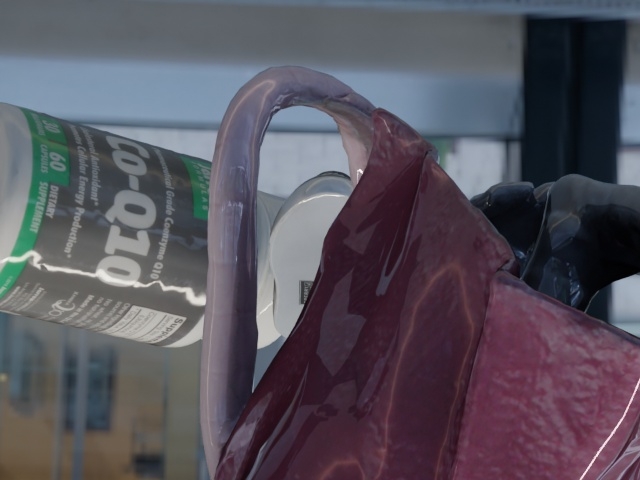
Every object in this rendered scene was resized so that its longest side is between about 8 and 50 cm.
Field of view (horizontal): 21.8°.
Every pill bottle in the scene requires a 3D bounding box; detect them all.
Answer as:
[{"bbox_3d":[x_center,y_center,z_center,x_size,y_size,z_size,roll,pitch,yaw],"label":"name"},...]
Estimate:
[{"bbox_3d":[-0.203,-0.003,1.711,0.361,0.204,0.204,15,158,-34],"label":"pill bottle"}]

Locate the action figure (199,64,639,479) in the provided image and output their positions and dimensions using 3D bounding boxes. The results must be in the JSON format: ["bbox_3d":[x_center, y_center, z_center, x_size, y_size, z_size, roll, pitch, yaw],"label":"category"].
[{"bbox_3d":[-0.017,0.137,0.502,0.275,0.370,0.248,32,-179,32],"label":"action figure"}]

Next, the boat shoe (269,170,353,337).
[{"bbox_3d":[0.000,0.000,1.356,0.080,0.076,0.228,4,148,0],"label":"boat shoe"}]
